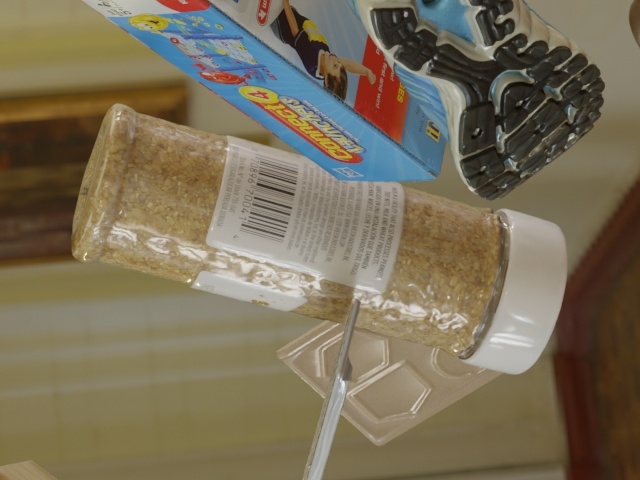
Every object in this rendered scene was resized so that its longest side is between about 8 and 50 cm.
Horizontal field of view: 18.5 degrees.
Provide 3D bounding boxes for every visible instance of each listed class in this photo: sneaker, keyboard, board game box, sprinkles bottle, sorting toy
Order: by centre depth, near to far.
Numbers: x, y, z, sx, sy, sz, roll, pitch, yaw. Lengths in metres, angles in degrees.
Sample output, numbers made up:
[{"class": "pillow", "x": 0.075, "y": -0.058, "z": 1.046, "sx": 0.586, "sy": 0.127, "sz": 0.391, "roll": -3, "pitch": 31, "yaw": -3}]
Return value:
[{"class": "sneaker", "x": 0.050, "y": -0.078, "z": 0.713, "sx": 0.073, "sy": 0.063, "sz": 0.162, "roll": 56, "pitch": -178, "yaw": 40}, {"class": "board game box", "x": -0.006, "y": -0.234, "z": 1.275, "sx": 0.302, "sy": 0.086, "sz": 0.308, "roll": 34, "pitch": -118, "yaw": -50}, {"class": "sprinkles bottle", "x": 0.000, "y": 0.000, "z": 1.458, "sx": 0.121, "sy": 0.355, "sz": 0.121, "roll": -165, "pitch": 90, "yaw": -79}, {"class": "keyboard", "x": 0.000, "y": 0.147, "z": 1.467, "sx": 0.256, "sy": 0.014, "sz": 0.072, "roll": 105, "pitch": 175, "yaw": -49}, {"class": "sorting toy", "x": 0.084, "y": 0.101, "z": 1.887, "sx": 0.208, "sy": 0.193, "sz": 0.038, "roll": 43, "pitch": -159, "yaw": -44}]

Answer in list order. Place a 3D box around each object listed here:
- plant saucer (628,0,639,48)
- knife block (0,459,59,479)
[{"class": "plant saucer", "x": 0.372, "y": -0.188, "z": 1.868, "sx": 0.168, "sy": 0.168, "sz": 0.029, "roll": 103, "pitch": -175, "yaw": -66}, {"class": "knife block", "x": -0.127, "y": 0.294, "z": 1.539, "sx": 0.088, "sy": 0.242, "sz": 0.275, "roll": 15, "pitch": -115, "yaw": -80}]
